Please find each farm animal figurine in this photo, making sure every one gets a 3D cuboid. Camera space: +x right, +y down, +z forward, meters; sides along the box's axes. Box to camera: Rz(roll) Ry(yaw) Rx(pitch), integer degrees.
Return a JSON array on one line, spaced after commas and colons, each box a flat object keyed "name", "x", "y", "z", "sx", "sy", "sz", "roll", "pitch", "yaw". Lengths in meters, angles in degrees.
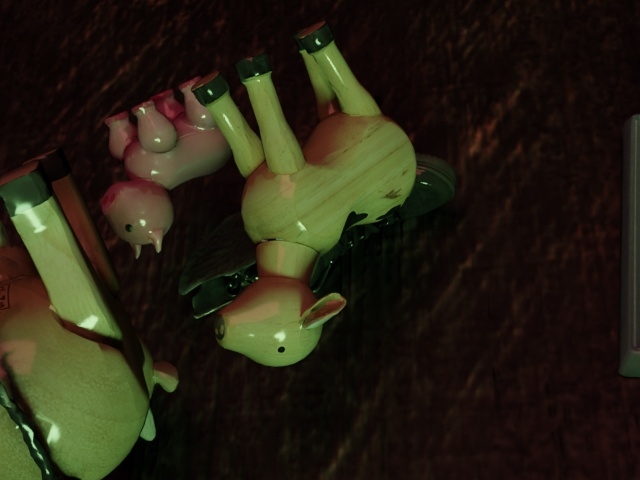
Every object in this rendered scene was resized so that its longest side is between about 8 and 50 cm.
[{"name": "farm animal figurine", "x": -0.109, "y": 0.035, "z": 0.589, "sx": 0.330, "sy": 0.172, "sz": 0.327, "roll": -22, "pitch": 11, "yaw": 14}]

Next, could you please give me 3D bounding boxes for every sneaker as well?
[{"name": "sneaker", "x": -0.001, "y": -0.002, "z": 0.712, "sx": 0.170, "sy": 0.051, "sz": 0.089, "roll": -5, "pitch": 52, "yaw": 17}]

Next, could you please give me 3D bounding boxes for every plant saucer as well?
[{"name": "plant saucer", "x": 0.211, "y": -0.005, "z": 0.677, "sx": 0.067, "sy": 0.018, "sz": 0.192, "roll": 0, "pitch": 54, "yaw": 16}]
